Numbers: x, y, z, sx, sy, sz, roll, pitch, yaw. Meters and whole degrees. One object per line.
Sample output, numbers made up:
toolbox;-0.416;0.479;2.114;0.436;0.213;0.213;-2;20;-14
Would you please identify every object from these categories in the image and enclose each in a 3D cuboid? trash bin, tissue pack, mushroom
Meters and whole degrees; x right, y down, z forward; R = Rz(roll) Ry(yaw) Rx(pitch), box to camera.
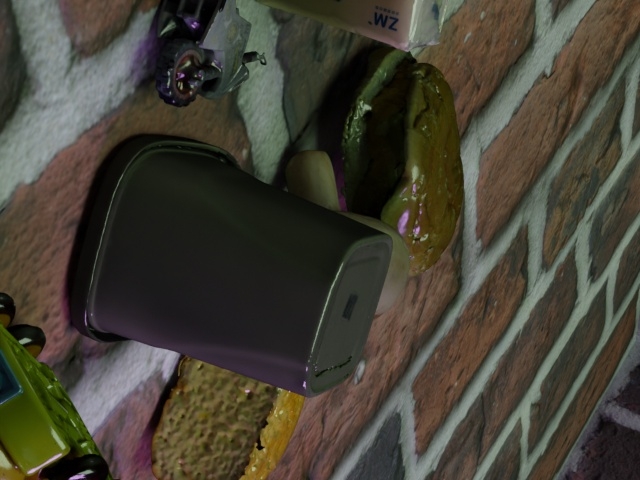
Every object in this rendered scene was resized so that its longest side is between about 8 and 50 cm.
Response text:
trash bin;-0.079;0.033;1.281;0.219;0.250;0.219;-13;121;-68
tissue pack;0.040;-0.293;1.318;0.092;0.196;0.148;-28;134;-54
mushroom;0.000;0.000;1.512;0.207;0.207;0.215;39;41;-64

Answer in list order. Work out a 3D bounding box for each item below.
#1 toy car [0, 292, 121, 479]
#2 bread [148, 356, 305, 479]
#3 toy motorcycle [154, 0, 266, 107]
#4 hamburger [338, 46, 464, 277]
toy car;-0.276;0.170;1.096;0.142;0.200;0.248;-32;155;-8
bread;-0.096;0.204;1.501;0.229;0.143;0.139;-63;154;-6
toy motorcycle;-0.097;-0.228;1.241;0.122;0.080;0.215;19;88;-65
hamburger;0.116;-0.099;1.649;0.285;0.134;0.265;82;27;-47
